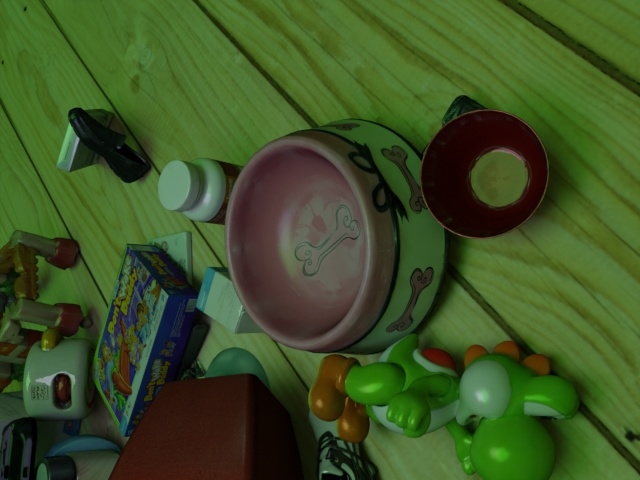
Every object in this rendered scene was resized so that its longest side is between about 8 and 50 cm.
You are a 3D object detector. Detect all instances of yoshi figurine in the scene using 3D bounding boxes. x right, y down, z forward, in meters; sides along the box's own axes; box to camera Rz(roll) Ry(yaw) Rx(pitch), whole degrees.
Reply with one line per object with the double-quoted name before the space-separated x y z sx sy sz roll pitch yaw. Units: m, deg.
"yoshi figurine" 0.173 0.262 0.891 0.362 0.203 0.202 -5 103 27

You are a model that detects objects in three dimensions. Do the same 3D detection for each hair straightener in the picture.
"hair straightener" -0.291 0.278 1.344 0.089 0.047 0.230 32 105 40

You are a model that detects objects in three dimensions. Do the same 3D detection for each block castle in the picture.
"block castle" -0.812 0.212 1.677 0.453 0.213 0.303 -37 52 23

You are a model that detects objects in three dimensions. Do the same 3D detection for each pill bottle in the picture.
"pill bottle" -0.193 -0.090 1.197 0.121 0.216 0.121 -4 84 39

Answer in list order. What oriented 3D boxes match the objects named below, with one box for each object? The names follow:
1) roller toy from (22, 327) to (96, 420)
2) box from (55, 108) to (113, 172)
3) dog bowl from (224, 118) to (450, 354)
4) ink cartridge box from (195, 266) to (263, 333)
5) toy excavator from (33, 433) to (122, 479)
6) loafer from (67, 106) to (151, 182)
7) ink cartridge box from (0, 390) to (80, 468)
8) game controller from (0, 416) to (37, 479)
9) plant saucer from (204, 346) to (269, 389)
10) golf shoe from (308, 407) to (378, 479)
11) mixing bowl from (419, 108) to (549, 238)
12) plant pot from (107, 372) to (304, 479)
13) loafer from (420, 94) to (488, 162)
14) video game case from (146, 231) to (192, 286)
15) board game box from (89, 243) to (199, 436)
"roller toy" -0.621 0.329 1.496 0.209 0.146 0.191 102 165 -50
"box" -0.581 -0.251 1.560 0.038 0.186 0.145 22 103 -5
"dog bowl" 0.000 0.000 1.038 0.408 0.150 0.407 6 98 43
"ink cartridge box" -0.156 0.119 1.227 0.143 0.092 0.089 27 103 38
"toy excavator" -0.615 0.657 1.497 0.445 0.222 0.432 3 86 52
"loafer" -0.488 -0.228 1.462 0.078 0.223 0.076 -28 39 15
"ink cartridge box" -0.755 0.484 1.572 0.168 0.233 0.171 15 93 34
"game controller" -0.659 0.550 1.370 0.167 0.067 0.319 -16 70 43
"plant saucer" -0.183 0.314 1.266 0.195 0.037 0.194 -4 84 39
"golf shoe" 0.025 0.357 1.058 0.077 0.094 0.198 -52 56 24
"mixing bowl" 0.246 -0.094 0.912 0.182 0.098 0.181 2 93 31
"plant pot" -0.173 0.379 1.080 0.267 0.267 0.235 -10 49 16
"loafer" 0.204 -0.140 0.985 0.061 0.062 0.170 36 109 30
"video game case" -0.344 0.066 1.430 0.143 0.019 0.157 -10 79 37
"board game box" -0.393 0.214 1.379 0.233 0.078 0.347 37 113 44
